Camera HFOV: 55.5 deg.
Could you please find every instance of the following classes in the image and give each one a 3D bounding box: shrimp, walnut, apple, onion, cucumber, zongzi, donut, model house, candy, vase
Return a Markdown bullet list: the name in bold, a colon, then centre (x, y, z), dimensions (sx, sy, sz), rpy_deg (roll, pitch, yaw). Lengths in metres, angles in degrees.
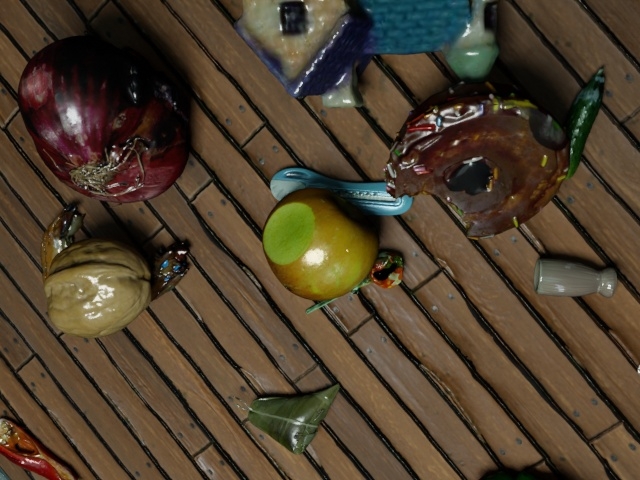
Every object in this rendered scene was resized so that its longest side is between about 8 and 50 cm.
- **shrimp**: centre (-0.358, 0.030, 1.030), dimensions (0.290, 0.054, 0.223), rpy_deg (-24, 91, 17)
- **walnut**: centre (-0.341, 0.070, 0.929), dimensions (0.166, 0.149, 0.167), rpy_deg (-3, 70, 7)
- **apple**: centre (0.004, 0.002, 0.878), dimensions (0.147, 0.146, 0.163), rpy_deg (-38, 55, 27)
- **onion**: centre (-0.313, -0.176, 0.874), dimensions (0.221, 0.281, 0.281), rpy_deg (-8, 96, 12)
- **cucumber**: centre (0.348, -0.158, 0.819), dimensions (0.037, 0.037, 0.155), rpy_deg (18, 102, 12)
- **zongzi**: centre (-0.059, 0.257, 0.997), dimensions (0.154, 0.062, 0.131), rpy_deg (27, 84, 26)
- **donut**: centre (0.200, -0.112, 0.788), dimensions (0.230, 0.096, 0.216), rpy_deg (17, 133, -14)
- **model house**: centre (0.066, -0.309, 0.765), dimensions (0.312, 0.245, 0.280), rpy_deg (3, 105, 19)
- **candy**: centre (0.049, 0.074, 0.938), dimensions (0.184, 0.049, 0.056), rpy_deg (-31, 59, 25)
- **vase**: centre (0.351, 0.054, 0.842), dimensions (0.100, 0.053, 0.053), rpy_deg (6, 100, 10)

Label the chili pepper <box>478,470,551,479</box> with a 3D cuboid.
- **chili pepper**: centre (0.300, 0.472, 0.865), dimensions (0.173, 0.165, 0.261), rpy_deg (-15, 91, -1)

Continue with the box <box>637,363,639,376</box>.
- **box**: centre (0.506, 0.188, 0.815), dimensions (0.122, 0.062, 0.089), rpy_deg (35, 105, 8)

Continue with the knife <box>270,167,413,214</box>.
- **knife**: centre (0.029, -0.072, 0.920), dimensions (0.221, 0.031, 0.064), rpy_deg (7, 97, 14)

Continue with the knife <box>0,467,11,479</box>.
- **knife**: centre (-0.588, 0.505, 1.186), dimensions (0.210, 0.015, 0.028), rpy_deg (47, 114, 5)

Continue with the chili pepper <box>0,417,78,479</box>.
- **chili pepper**: centre (-0.556, 0.395, 1.145), dimensions (0.267, 0.059, 0.051), rpy_deg (29, 143, 6)
